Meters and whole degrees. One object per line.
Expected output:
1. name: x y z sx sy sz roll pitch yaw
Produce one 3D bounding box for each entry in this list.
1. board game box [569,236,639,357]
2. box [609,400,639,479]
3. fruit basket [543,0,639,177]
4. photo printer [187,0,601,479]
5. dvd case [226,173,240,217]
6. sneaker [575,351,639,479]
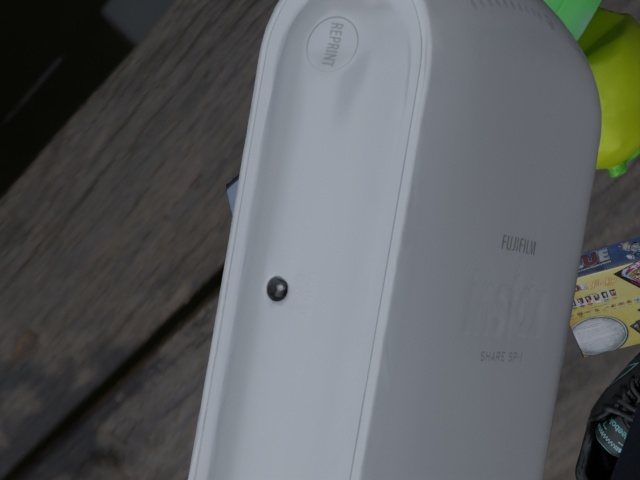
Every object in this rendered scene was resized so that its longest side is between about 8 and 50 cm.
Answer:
1. board game box: 0.440 0.062 1.929 0.243 0.042 0.165 -16 134 16
2. box: 0.207 0.073 0.564 0.108 0.207 0.153 42 134 -7
3. fruit basket: 0.268 -0.264 1.667 0.392 0.392 0.283 31 90 0
4. photo printer: 0.052 0.009 0.754 0.107 0.256 0.308 10 90 30
5. dvd case: 0.000 0.000 1.319 0.022 0.253 0.180 21 131 -40
6. sneaker: 0.301 0.141 1.270 0.101 0.106 0.267 48 145 25
